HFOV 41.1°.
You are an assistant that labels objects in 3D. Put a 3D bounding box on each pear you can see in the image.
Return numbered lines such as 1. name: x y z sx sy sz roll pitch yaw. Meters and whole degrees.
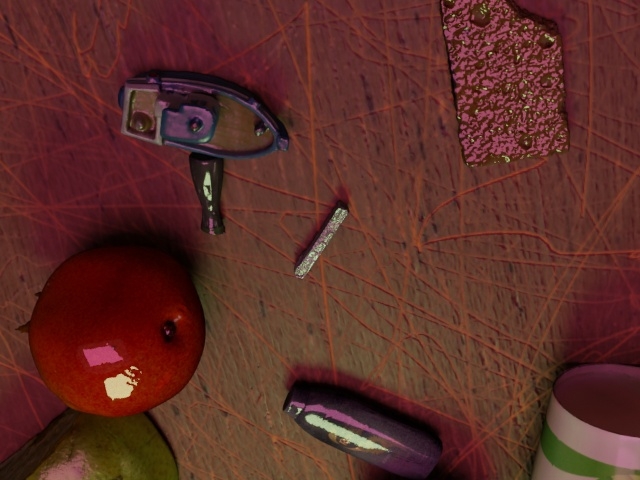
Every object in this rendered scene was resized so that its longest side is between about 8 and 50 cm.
1. pear: -0.343 0.382 1.283 0.288 0.139 0.239 -39 117 23

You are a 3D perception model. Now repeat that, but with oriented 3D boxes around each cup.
1. cup: 0.393 0.323 1.142 0.253 0.253 0.273 3 110 3

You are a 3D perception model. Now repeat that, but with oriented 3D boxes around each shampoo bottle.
1. shampoo bottle: 0.059 0.272 1.232 0.234 0.049 0.087 26 114 -9

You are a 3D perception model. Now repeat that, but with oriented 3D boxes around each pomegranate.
1. pomegranate: -0.269 0.112 1.092 0.257 0.221 0.220 6 121 31

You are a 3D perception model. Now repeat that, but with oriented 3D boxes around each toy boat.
1. toy boat: -0.142 -0.137 1.005 0.215 0.102 0.088 11 120 -2

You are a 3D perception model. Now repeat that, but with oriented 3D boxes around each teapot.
1. teapot: -0.140 -0.059 1.080 0.043 0.042 0.110 1 120 4

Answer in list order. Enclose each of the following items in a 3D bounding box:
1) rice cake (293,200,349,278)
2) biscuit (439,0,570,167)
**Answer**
1. rice cake: 0.000 0.000 1.109 0.022 0.022 0.121 29 116 -10
2. biscuit: 0.214 -0.201 0.987 0.131 0.026 0.236 -10 116 7
